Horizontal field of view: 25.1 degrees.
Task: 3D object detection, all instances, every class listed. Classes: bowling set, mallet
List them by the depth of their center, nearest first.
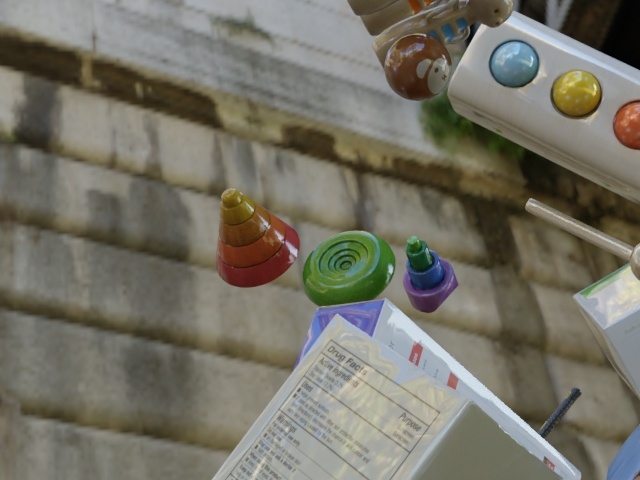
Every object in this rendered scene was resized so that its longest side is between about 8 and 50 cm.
[{"bbox_3d":[0.101,-0.213,1.182,0.154,0.200,0.287,-27,-24,7],"label":"bowling set"},{"bbox_3d":[0.281,0.269,1.903,0.039,0.190,0.062,43,-27,2],"label":"mallet"}]

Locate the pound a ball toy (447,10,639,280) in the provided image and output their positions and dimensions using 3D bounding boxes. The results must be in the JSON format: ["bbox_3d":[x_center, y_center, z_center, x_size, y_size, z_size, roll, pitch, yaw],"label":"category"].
[{"bbox_3d":[0.297,-0.113,1.654,0.208,0.319,0.136,-60,-14,-4],"label":"pound a ball toy"}]

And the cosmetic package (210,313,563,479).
[{"bbox_3d":[-0.012,0.218,0.898,0.309,0.160,0.113,-51,-55,-5],"label":"cosmetic package"}]

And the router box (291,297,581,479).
[{"bbox_3d":[0.067,0.266,1.171,0.082,0.335,0.301,-11,-43,44],"label":"router box"}]

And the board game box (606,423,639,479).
[{"bbox_3d":[0.469,0.328,2.113,0.033,0.169,0.133,34,-62,0],"label":"board game box"}]

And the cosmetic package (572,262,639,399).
[{"bbox_3d":[0.531,0.127,2.241,0.197,0.365,0.155,-30,-88,4],"label":"cosmetic package"}]

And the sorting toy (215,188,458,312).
[{"bbox_3d":[0.000,0.000,1.853,0.365,0.127,0.126,12,-36,32],"label":"sorting toy"}]
